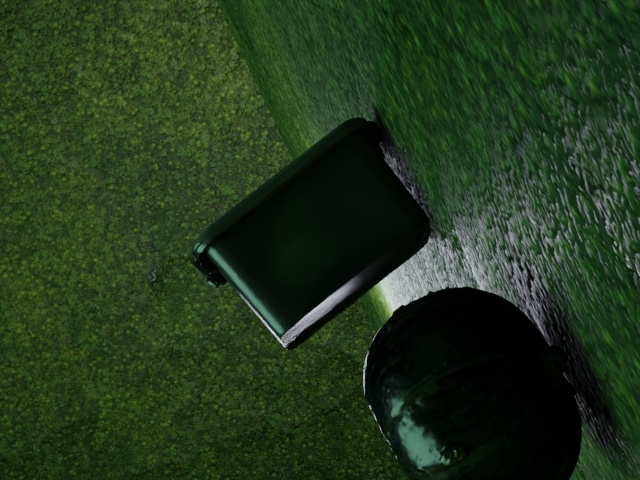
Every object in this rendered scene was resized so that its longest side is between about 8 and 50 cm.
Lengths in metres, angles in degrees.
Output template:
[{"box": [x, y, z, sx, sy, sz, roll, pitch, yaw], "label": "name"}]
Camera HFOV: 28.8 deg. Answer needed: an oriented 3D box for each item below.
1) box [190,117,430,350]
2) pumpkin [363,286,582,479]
[{"box": [0.000, 0.000, 1.315, 0.135, 0.243, 0.163, 50, 174, 13], "label": "box"}, {"box": [0.117, 0.122, 0.934, 0.190, 0.146, 0.190, 61, 178, 4], "label": "pumpkin"}]
